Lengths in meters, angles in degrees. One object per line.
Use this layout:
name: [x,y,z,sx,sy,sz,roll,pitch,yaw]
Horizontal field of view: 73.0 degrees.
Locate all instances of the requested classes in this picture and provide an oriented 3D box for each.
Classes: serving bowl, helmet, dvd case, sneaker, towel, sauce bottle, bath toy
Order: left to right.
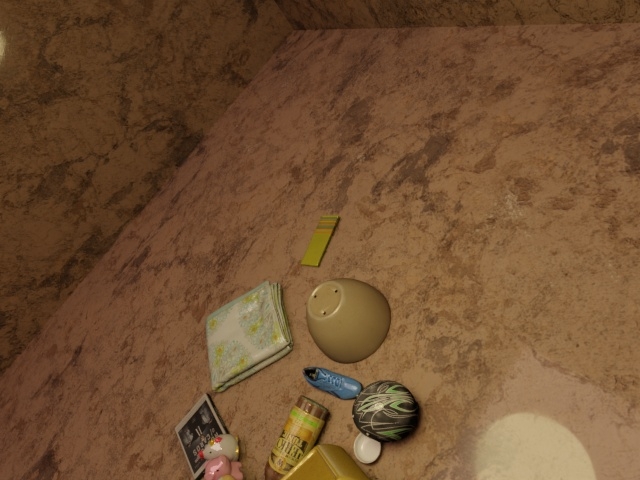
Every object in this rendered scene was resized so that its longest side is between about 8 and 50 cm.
dvd case: [-0.426,0.700,1.561,0.179,0.029,0.238,-49,42,-3]
bath toy: [-0.296,0.718,1.297,0.348,0.128,0.152,-133,48,-66]
towel: [-0.288,0.358,1.672,0.374,0.090,0.321,-33,43,14]
sauce bottle: [-0.092,0.644,1.287,0.111,0.111,0.345,10,66,42]
towel: [0.000,0.000,1.774,0.102,0.021,0.237,2,61,45]
sneaker: [0.031,0.445,1.364,0.209,0.082,0.069,4,60,38]
serving bowl: [0.136,0.581,1.215,0.083,0.027,0.083,-20,49,24]
helmet: [0.176,0.462,1.177,0.169,0.161,0.170,-21,48,25]

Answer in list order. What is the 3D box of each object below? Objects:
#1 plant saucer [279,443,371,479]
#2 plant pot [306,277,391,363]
plant saucer: [-0.046,0.657,1.076,0.332,0.081,0.332,-38,4,-16]
plant pot: [0.063,0.234,1.419,0.284,0.191,0.284,-20,49,24]
